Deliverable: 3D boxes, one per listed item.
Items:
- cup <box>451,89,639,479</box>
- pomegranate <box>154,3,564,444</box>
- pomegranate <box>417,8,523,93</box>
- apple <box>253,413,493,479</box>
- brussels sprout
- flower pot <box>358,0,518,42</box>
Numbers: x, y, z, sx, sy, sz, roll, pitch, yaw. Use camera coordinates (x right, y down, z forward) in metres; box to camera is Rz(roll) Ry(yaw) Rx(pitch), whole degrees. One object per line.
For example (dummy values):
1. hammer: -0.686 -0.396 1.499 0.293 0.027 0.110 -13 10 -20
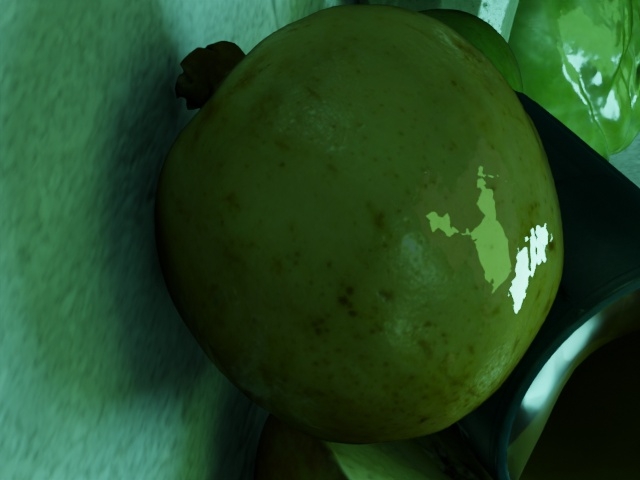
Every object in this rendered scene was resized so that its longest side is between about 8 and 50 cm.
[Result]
1. cup: 0.189 0.044 1.423 0.308 0.292 0.242 11 116 -40
2. pomegranate: 0.031 -0.004 1.167 0.307 0.307 0.307 -1 90 -75
3. pomegranate: 0.106 -0.104 1.558 0.179 0.210 0.179 -48 171 -11
4. apple: 0.060 0.231 1.370 0.293 0.163 0.251 25 20 -33
5. brussels sprout: 0.282 -0.236 2.171 0.328 0.247 0.328 3 90 -74
6. flower pot: 0.117 -0.284 1.697 0.212 0.212 0.202 -17 119 -74
